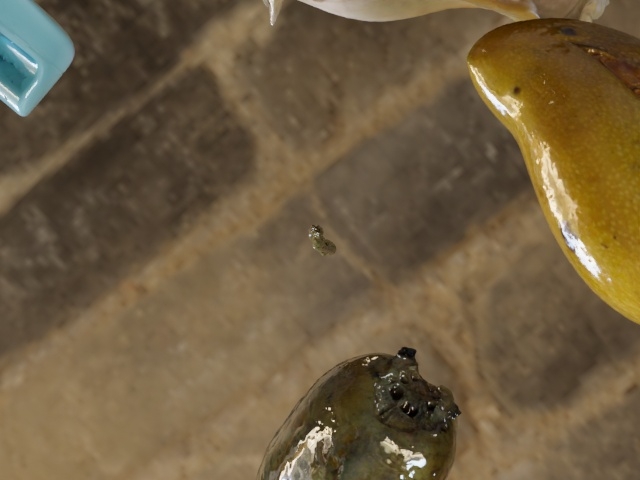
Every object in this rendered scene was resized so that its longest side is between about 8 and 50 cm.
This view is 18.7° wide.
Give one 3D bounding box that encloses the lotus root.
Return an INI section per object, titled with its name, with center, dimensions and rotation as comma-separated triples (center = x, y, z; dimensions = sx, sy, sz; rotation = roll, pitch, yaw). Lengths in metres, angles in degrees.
[lotus root]
center = 0.025, 0.215, 1.787
dimensions = 0.275, 0.152, 0.160
rotation = 116, -7, -46

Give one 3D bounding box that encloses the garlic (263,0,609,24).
[garlic]
center = 0.091, -0.262, 1.685
dimensions = 0.313, 0.249, 0.286
rotation = 17, -138, 13

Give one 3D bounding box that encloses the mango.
[mango]
center = 0.236, -0.061, 1.473
dimensions = 0.177, 0.295, 0.120
rotation = -26, 166, -27

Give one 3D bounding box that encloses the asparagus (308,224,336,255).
[asparagus]
center = 0.000, 0.000, 1.599
dimensions = 0.016, 0.163, 0.016
rotation = -31, -98, 1

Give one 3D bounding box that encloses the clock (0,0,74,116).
[clock]
center = -0.341, -0.224, 1.592
dimensions = 0.223, 0.274, 0.094
rotation = 37, -90, 35
